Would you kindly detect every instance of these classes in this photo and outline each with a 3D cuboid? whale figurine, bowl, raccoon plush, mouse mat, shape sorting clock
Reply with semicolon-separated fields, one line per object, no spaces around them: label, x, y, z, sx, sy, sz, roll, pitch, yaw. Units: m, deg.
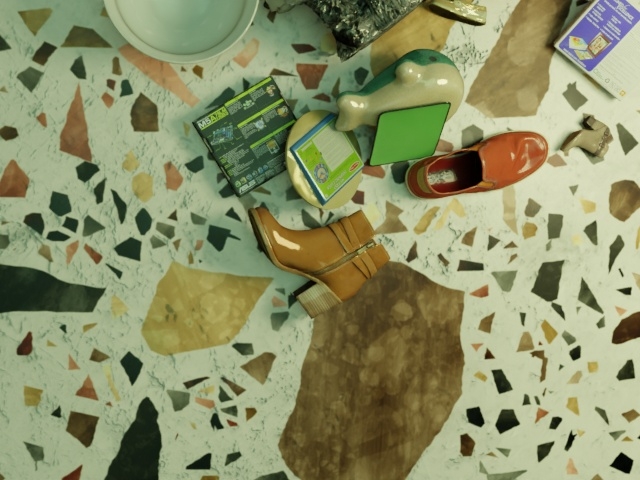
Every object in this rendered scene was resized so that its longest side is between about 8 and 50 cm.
whale figurine;0.153;-0.304;1.620;0.272;0.216;0.141;-13;61;-7
bowl;-0.270;-0.483;1.534;0.297;0.134;0.298;-1;94;-10
raccoon plush;0.089;-0.570;1.554;0.446;0.216;0.299;-37;97;-1
mouse mat;0.181;-0.217;1.632;0.152;0.190;0.007;-10;63;-10
shape sorting clock;0.008;-0.166;1.628;0.206;0.040;0.206;7;79;-38

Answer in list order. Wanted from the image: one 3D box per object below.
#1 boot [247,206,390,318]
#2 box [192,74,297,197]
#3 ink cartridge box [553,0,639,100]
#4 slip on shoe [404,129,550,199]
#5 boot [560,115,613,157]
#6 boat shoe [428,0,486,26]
boot;0.000;0.000;1.640;0.220;0.109;0.283;-36;102;-5
box;-0.137;-0.213;1.629;0.190;0.045;0.184;-33;99;-7
ink cartridge box;0.652;-0.442;1.714;0.206;0.045;0.208;36;119;-12
slip on shoe;0.347;-0.159;1.699;0.331;0.101;0.123;-14;96;-11
boot;0.602;-0.217;1.773;0.087;0.042;0.118;44;86;-14
boat shoe;0.294;-0.496;1.687;0.135;0.050;0.045;12;89;-22
